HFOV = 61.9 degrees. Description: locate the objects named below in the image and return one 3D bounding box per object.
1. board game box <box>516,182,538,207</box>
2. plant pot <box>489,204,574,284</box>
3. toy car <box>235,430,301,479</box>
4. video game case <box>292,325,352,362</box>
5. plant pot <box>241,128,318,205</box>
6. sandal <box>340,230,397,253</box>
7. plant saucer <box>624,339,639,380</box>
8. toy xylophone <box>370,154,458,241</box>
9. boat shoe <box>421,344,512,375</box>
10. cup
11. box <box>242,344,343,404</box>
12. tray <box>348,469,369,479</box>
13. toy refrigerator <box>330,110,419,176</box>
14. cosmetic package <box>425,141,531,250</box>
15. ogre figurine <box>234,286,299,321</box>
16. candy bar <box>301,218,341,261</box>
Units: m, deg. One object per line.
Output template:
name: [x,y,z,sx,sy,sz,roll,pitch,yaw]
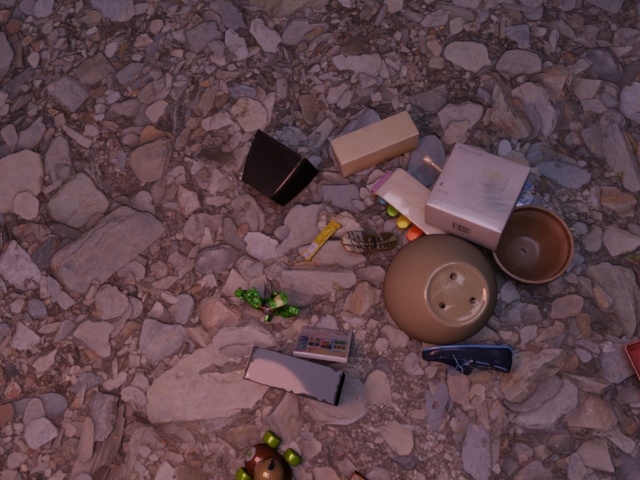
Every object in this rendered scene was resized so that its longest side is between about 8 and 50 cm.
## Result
board game box: [0.628,-0.148,1.691,0.090,0.020,0.090,31,80,13]
plant pot: [0.617,0.023,1.596,0.237,0.110,0.238,-1,73,4]
toy car: [-0.154,0.625,1.454,0.148,0.188,0.155,36,80,14]
video game case: [0.009,0.303,1.568,0.157,0.143,0.019,6,113,7]
plant pot: [-0.143,-0.219,1.713,0.187,0.188,0.167,34,93,13]
sandal: [0.151,0.007,1.682,0.179,0.049,0.072,-2,79,-10]
plant saucer: [1.015,0.379,1.487,0.258,0.048,0.259,-18,74,0]
toy xylophone: [0.327,-0.120,1.680,0.236,0.081,0.323,-39,74,-6]
boat shoe: [0.422,0.343,1.525,0.258,0.109,0.089,-1,77,7]
cup: [0.349,0.141,1.482,0.330,0.237,0.332,0,88,2]
box: [-0.068,0.387,1.518,0.261,0.184,0.103,14,76,9]
tray: [0.066,0.861,1.425,0.202,0.076,0.411,32,78,13]
toy refrigerator: [0.178,-0.313,1.748,0.269,0.094,0.102,-22,66,-2]
cosmetic package: [0.450,-0.129,1.542,0.223,0.138,0.225,24,73,19]
ogre figurine: [-0.156,0.195,1.617,0.196,0.118,0.097,-3,69,3]
candy bar: [0.000,0.000,1.710,0.040,0.018,0.161,38,81,18]
